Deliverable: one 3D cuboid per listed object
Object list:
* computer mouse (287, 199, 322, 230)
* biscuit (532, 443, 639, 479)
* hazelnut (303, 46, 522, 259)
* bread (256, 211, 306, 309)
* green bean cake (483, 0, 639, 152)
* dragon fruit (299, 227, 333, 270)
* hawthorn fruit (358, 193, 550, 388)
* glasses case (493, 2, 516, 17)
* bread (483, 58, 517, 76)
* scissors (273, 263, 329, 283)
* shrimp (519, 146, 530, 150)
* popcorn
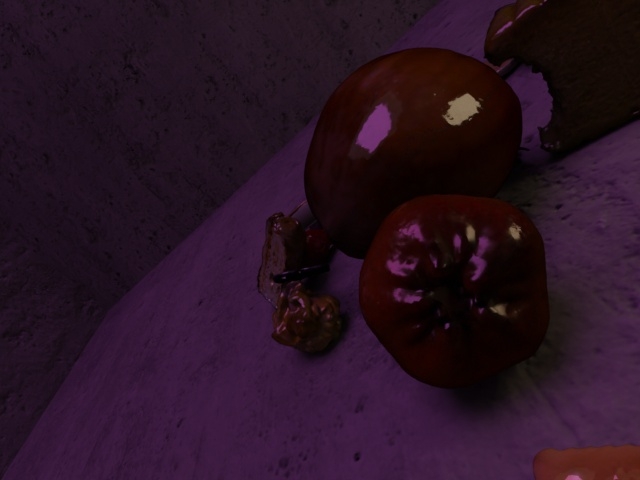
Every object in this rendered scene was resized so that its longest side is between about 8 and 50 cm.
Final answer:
[{"bbox_3d":[-0.017,-0.063,1.208,0.310,0.072,0.158,-39,-14,18],"label":"computer mouse"},{"bbox_3d":[0.263,0.205,0.295,0.249,0.030,0.160,-27,27,40],"label":"biscuit"},{"bbox_3d":[0.137,-0.136,0.758,0.365,0.366,0.366,-38,22,18],"label":"hazelnut"},{"bbox_3d":[-0.087,0.049,1.034,0.128,0.087,0.232,50,136,50],"label":"bread"},{"bbox_3d":[0.393,-0.283,0.682,0.232,0.236,0.124,-28,24,34],"label":"green bean cake"},{"bbox_3d":[0.000,0.000,1.109,0.190,0.094,0.094,-43,19,-15],"label":"dragon fruit"},{"bbox_3d":[0.161,0.046,0.562,0.224,0.224,0.261,-40,0,14],"label":"hawthorn fruit"},{"bbox_3d":[0.504,-0.533,1.117,0.123,0.076,0.317,1,37,13],"label":"glasses case"},{"bbox_3d":[0.443,-0.431,1.145,0.192,0.036,0.112,-37,24,10],"label":"bread"},{"bbox_3d":[-0.032,0.073,0.949,0.109,0.022,0.300,-12,-7,1],"label":"scissors"},{"bbox_3d":[0.325,-0.185,0.857,0.090,0.079,0.233,-9,20,-12],"label":"shrimp"},{"bbox_3d":[-0.030,0.145,0.849,0.145,0.126,0.126,31,97,51],"label":"popcorn"}]
